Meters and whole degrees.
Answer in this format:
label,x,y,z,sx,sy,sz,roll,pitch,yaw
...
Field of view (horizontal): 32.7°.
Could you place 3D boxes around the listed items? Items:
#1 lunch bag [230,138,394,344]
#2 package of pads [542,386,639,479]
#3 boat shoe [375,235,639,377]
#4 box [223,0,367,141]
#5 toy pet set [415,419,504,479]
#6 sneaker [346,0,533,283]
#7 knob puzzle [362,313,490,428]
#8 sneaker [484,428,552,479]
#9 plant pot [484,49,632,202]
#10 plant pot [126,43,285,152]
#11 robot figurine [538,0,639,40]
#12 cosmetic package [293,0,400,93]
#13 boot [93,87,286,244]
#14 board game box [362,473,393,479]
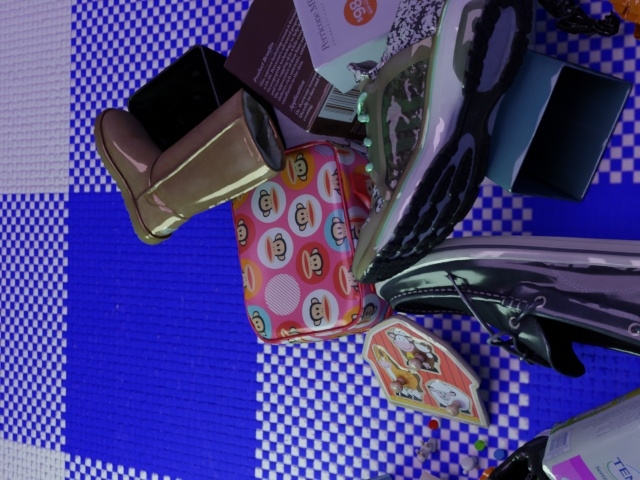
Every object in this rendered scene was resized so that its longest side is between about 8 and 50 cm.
label,x,y,z,sx,sy,sz,roll,pitch,yaw
lunch bag,0.000,0.000,1.619,0.258,0.120,0.293,-14,80,38
package of pads,0.423,0.294,1.208,0.229,0.101,0.296,-35,96,36
boat shoe,0.279,0.085,1.345,0.500,0.186,0.156,2,78,35
box,0.006,-0.267,1.584,0.203,0.167,0.168,42,114,32
toy pet set,0.185,0.329,1.518,0.122,0.065,0.114,22,69,35
sneaker,0.105,-0.147,1.296,0.182,0.158,0.410,31,109,33
knob puzzle,0.131,0.179,1.491,0.213,0.030,0.213,27,145,21
sneaker,0.240,0.348,1.426,0.078,0.106,0.234,40,114,33
plant pot,0.235,-0.177,1.403,0.234,0.165,0.166,35,111,40
plant pot,-0.168,-0.177,1.729,0.187,0.167,0.188,-29,72,35
robot figurine,0.396,-0.330,1.315,0.291,0.085,0.211,31,108,35
cosmetic package,0.083,-0.421,1.413,0.284,0.097,0.377,-26,66,22
boot,-0.192,-0.144,1.592,0.269,0.089,0.236,-31,82,35
board game box,0.095,0.487,1.522,0.275,0.142,0.144,51,120,27
